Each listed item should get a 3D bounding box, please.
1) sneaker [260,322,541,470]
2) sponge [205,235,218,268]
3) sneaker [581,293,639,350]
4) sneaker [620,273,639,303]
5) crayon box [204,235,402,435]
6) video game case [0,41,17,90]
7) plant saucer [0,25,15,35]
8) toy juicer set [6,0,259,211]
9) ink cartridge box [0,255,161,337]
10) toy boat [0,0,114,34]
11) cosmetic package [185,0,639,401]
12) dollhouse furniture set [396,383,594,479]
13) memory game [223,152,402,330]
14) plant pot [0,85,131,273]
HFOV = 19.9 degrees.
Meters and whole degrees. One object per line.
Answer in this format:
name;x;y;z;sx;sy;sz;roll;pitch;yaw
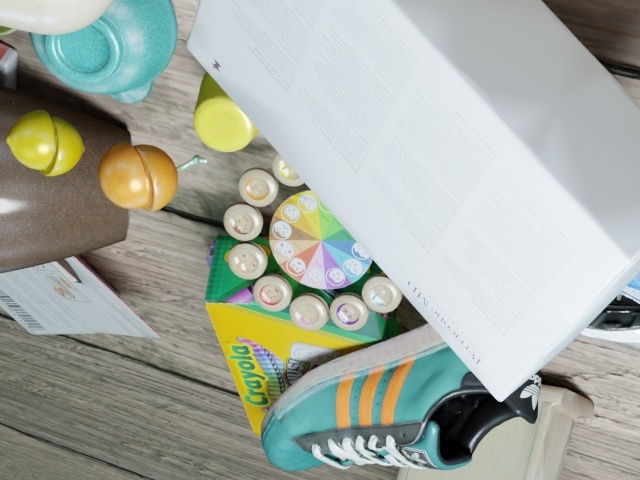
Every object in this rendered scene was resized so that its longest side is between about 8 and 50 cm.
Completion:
sneaker;0.071;0.169;1.723;0.302;0.121;0.108;-28;142;26
sponge;-0.047;0.079;1.933;0.117;0.031;0.210;18;151;21
sneaker;0.287;0.063;1.493;0.272;0.100;0.108;16;157;25
sneaker;0.224;-0.027;1.358;0.330;0.129;0.147;-4;141;49
crayon box;-0.006;0.102;1.823;0.165;0.081;0.278;1;147;11
video game case;-0.434;-0.199;1.833;0.285;0.025;0.204;28;154;3
plant saucer;-0.353;-0.274;1.601;0.241;0.037;0.241;23;154;12
toy juicer set;-0.214;-0.162;1.562;0.329;0.089;0.209;41;122;-13
ink cartridge box;-0.335;-0.002;2.039;0.261;0.066;0.296;-2;141;46
toy boat;-0.294;-0.224;1.424;0.267;0.148;0.318;30;112;-7
cosmetic package;0.072;-0.092;1.293;0.377;0.097;0.284;49;154;9
dollhouse furniture set;0.243;0.309;1.924;0.362;0.256;0.394;8;168;38
memory game;0.000;0.000;1.647;0.186;0.012;0.186;6;115;12
plant pot;-0.299;-0.057;1.745;0.230;0.215;0.215;2;155;-9
